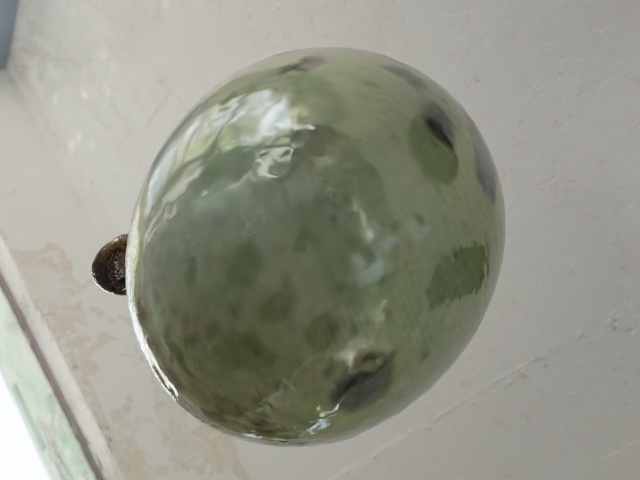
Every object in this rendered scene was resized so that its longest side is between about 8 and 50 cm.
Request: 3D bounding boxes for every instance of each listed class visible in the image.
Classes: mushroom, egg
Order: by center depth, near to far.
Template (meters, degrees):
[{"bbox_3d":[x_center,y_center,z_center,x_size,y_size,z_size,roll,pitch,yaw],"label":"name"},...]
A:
[{"bbox_3d":[0.000,0.000,0.536,0.345,0.428,0.345,7,-54,10],"label":"egg"},{"bbox_3d":[-0.353,0.046,0.999,0.052,0.123,0.123,25,-59,34],"label":"mushroom"}]
